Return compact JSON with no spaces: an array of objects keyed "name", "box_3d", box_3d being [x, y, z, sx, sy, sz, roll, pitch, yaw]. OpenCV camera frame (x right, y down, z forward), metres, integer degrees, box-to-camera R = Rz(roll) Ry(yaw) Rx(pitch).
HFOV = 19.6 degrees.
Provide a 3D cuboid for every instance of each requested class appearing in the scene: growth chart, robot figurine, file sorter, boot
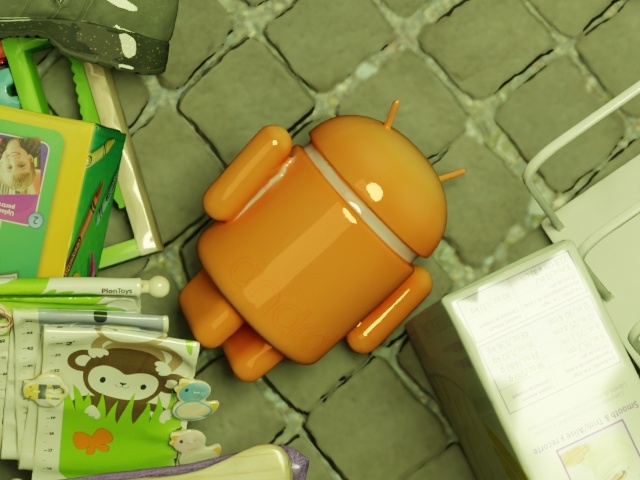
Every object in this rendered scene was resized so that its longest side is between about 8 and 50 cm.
[{"name":"growth chart","box_3d":[-0.159,0.108,1.311,0.172,0.021,0.237,-4,130,-1]},{"name":"robot figurine","box_3d":[0.001,0.001,1.320,0.219,0.128,0.158,-43,81,6]},{"name":"file sorter","box_3d":[0.288,0.028,1.223,0.193,0.173,0.278,-35,70,6]},{"name":"boot","box_3d":[-0.206,-0.221,1.328,0.246,0.083,0.161,12,99,-9]}]

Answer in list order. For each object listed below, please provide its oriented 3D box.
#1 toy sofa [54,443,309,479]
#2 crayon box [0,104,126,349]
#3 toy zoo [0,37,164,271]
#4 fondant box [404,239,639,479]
[{"name":"toy sofa","box_3d":[-0.163,0.241,1.315,0.362,0.150,0.177,-8,89,4]},{"name":"crayon box","box_3d":[-0.298,-0.029,1.351,0.278,0.081,0.165,12,91,8]},{"name":"toy zoo","box_3d":[-0.284,-0.039,1.407,0.293,0.030,0.192,-17,87,7]},{"name":"fondant box","box_3d":[0.176,0.176,1.228,0.096,0.238,0.330,-26,85,-6]}]
